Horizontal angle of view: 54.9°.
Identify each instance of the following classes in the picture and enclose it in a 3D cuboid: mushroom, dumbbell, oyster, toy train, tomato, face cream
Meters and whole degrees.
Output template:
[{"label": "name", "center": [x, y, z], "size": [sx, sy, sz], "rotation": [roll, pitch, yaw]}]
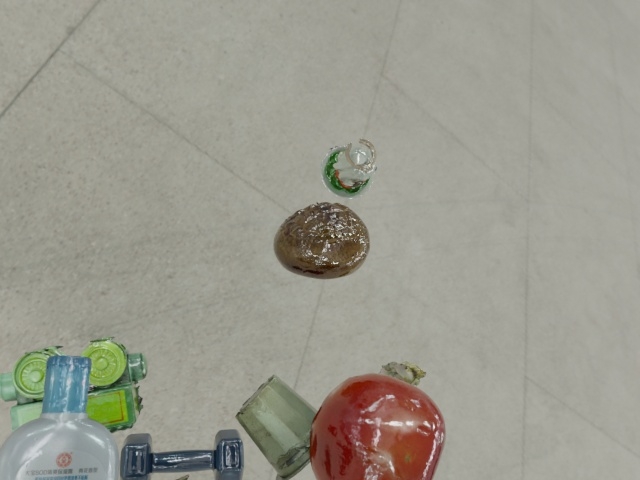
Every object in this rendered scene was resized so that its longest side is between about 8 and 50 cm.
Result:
[{"label": "mushroom", "center": [0.000, 0.000, 1.580], "size": [0.253, 0.253, 0.153], "rotation": [-47, 140, -45]}, {"label": "dumbbell", "center": [-0.369, 0.595, 1.657], "size": [0.325, 0.160, 0.144], "rotation": [3, 93, -13]}, {"label": "oyster", "center": [0.213, 0.407, 1.750], "size": [0.072, 0.209, 0.132], "rotation": [7, 32, -34]}, {"label": "toy train", "center": [-0.473, 0.293, 1.198], "size": [0.272, 0.159, 0.188], "rotation": [-7, 84, -14]}, {"label": "tomato", "center": [0.129, 0.429, 1.293], "size": [0.299, 0.226, 0.298], "rotation": [3, 83, -26]}, {"label": "face cream", "center": [-0.359, 0.328, 0.838], "size": [0.163, 0.080, 0.336], "rotation": [8, 70, -29]}]

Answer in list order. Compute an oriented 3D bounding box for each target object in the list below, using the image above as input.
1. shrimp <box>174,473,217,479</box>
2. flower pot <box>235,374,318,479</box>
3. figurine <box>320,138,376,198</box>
[{"label": "shrimp", "center": [-0.326, 0.605, 1.270], "size": [0.168, 0.317, 0.077], "rotation": [56, 8, 20]}, {"label": "flower pot", "center": [-0.101, 0.461, 1.537], "size": [0.203, 0.212, 0.212], "rotation": [43, 45, 1]}, {"label": "figurine", "center": [0.073, -0.170, 1.358], "size": [0.133, 0.154, 0.132], "rotation": [2, 80, -11]}]
